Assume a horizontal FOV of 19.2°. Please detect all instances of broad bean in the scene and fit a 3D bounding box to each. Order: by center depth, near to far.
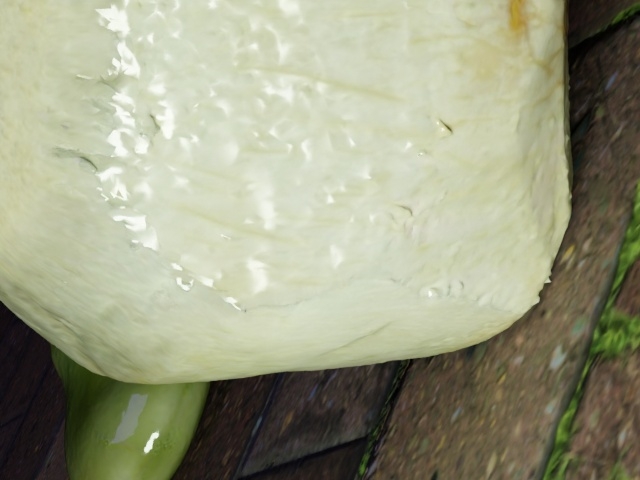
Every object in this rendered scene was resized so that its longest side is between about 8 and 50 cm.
[{"bbox_3d":[-0.149,0.119,1.586,0.189,0.121,0.263,-49,33,25],"label":"broad bean"}]

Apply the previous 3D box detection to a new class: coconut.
[{"bbox_3d":[-0.021,-0.116,1.036,0.344,0.415,0.415,33,95,44],"label":"coconut"}]
